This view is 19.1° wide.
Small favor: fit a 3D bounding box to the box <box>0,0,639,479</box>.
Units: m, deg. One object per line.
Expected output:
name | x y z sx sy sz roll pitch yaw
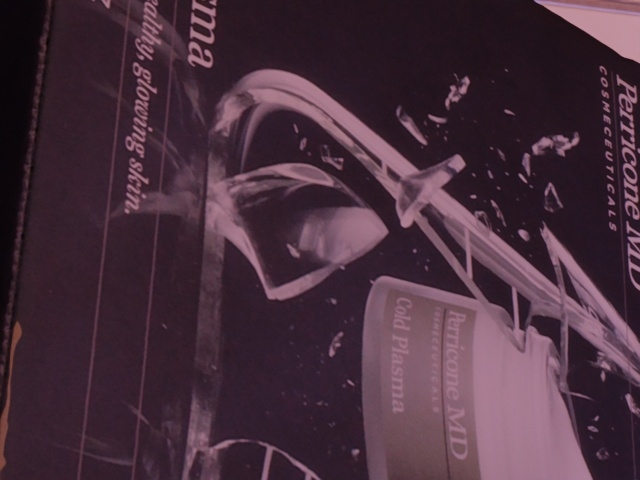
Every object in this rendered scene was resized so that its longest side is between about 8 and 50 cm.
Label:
box | -0.053 0.055 1.100 0.471 0.297 0.480 26 53 -36
